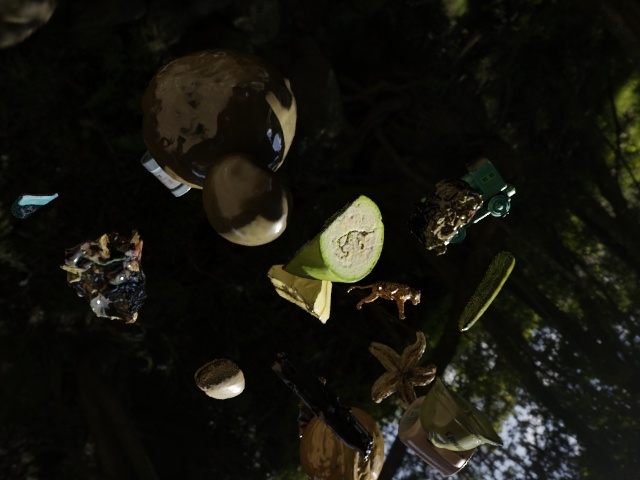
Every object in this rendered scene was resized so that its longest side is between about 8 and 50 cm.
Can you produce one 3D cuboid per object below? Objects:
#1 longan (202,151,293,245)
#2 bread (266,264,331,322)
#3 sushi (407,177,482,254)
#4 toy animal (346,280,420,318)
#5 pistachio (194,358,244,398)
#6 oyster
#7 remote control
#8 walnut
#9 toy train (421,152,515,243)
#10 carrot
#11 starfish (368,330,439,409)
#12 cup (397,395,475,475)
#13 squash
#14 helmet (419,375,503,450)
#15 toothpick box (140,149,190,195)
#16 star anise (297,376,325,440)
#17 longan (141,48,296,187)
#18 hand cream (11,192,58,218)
[{"bbox_3d":[-0.179,-0.098,1.623,0.246,0.246,0.215,-38,-162,50],"label":"longan"},{"bbox_3d":[-0.090,0.218,2.624,0.263,0.236,0.198,70,24,-63],"label":"bread"},{"bbox_3d":[0.345,-0.080,1.818,0.212,0.147,0.115,-45,-149,6],"label":"sushi"},{"bbox_3d":[0.205,0.173,2.209,0.255,0.114,0.116,11,-137,26],"label":"toy animal"},{"bbox_3d":[-0.304,0.425,1.980,0.124,0.185,0.124,-9,-106,37],"label":"pistachio"},{"bbox_3d":[-0.590,0.128,1.802,0.361,0.221,0.096,97,-28,-42],"label":"oyster"},{"bbox_3d":[0.013,0.480,1.923,0.062,0.399,0.144,-43,-177,14],"label":"remote control"},{"bbox_3d":[0.078,0.764,2.333,0.333,0.333,0.333,-51,-163,22],"label":"walnut"},{"bbox_3d":[0.455,-0.125,2.053,0.298,0.194,0.120,-34,-159,16],"label":"toy train"},{"bbox_3d":[0.538,0.164,2.110,0.358,0.074,0.074,-49,-171,-32],"label":"carrot"},{"bbox_3d":[0.314,0.478,2.376,0.113,0.303,0.312,-164,-97,-68],"label":"starfish"},{"bbox_3d":[0.375,0.630,2.079,0.191,0.200,0.253,-53,-173,5],"label":"cup"},{"bbox_3d":[0.000,0.000,1.801,0.309,0.210,0.233,8,-134,50],"label":"squash"},{"bbox_3d":[0.351,0.493,1.735,0.137,0.257,0.204,-44,-157,8],"label":"helmet"},{"bbox_3d":[-0.474,-0.226,2.035,0.101,0.153,0.101,-29,-146,22],"label":"toothpick box"},{"bbox_3d":[-0.024,0.664,2.496,0.292,0.109,0.349,-11,101,-81],"label":"star anise"},{"bbox_3d":[-0.280,-0.333,1.845,0.404,0.436,0.404,-2,90,-84],"label":"longan"},{"bbox_3d":[-0.730,-0.093,1.626,0.224,0.083,0.048,-14,-99,51],"label":"hand cream"}]
